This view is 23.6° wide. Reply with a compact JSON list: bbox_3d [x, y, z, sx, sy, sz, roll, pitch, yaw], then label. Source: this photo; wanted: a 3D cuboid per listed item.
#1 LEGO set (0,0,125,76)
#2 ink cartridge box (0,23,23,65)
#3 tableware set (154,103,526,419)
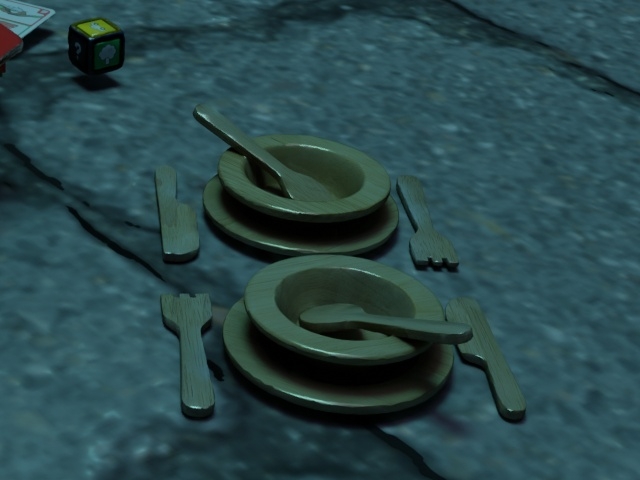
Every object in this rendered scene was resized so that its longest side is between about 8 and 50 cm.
[{"bbox_3d":[-0.226,-0.114,0.747,0.244,0.060,0.182,16,34,14],"label":"LEGO set"},{"bbox_3d":[-0.216,-0.044,0.553,0.134,0.078,0.231,33,28,-4],"label":"ink cartridge box"},{"bbox_3d":[0.000,0.000,0.613,0.128,0.039,0.194,2,30,-11],"label":"tableware set"}]
